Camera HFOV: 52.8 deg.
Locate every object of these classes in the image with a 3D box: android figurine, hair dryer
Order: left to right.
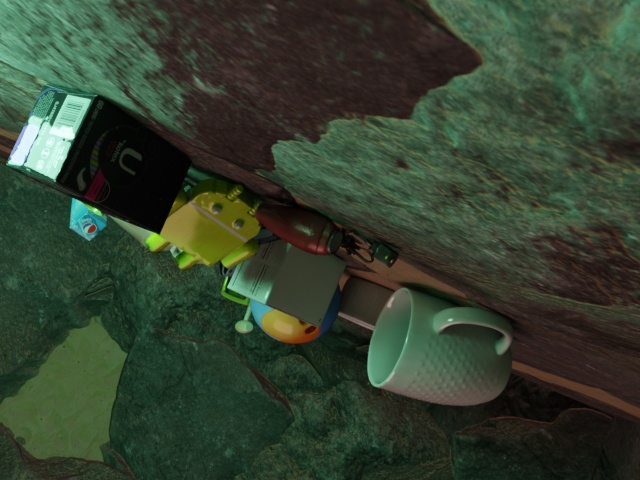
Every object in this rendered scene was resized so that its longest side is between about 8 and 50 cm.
[{"bbox_3d":[-0.241,-0.032,1.381,0.273,0.056,0.248,-30,131,26],"label":"android figurine"},{"bbox_3d":[0.000,0.000,1.331,0.293,0.080,0.223,25,173,-13],"label":"hair dryer"}]

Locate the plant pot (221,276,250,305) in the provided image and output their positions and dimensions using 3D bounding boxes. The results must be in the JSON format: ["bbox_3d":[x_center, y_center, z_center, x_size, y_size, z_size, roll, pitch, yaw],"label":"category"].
[{"bbox_3d":[-0.211,0.140,2.422,0.207,0.228,0.227,19,176,-33],"label":"plant pot"}]

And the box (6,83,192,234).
[{"bbox_3d":[-0.390,-0.141,1.175,0.143,0.165,0.270,18,171,30],"label":"box"}]

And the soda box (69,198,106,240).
[{"bbox_3d":[-0.637,-0.095,1.778,0.067,0.071,0.210,42,-165,-37],"label":"soda box"}]

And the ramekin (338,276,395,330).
[{"bbox_3d":[0.183,0.227,2.153,0.277,0.135,0.277,22,172,3],"label":"ramekin"}]

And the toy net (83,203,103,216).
[{"bbox_3d":[-0.546,-0.134,1.482,0.122,0.045,0.232,22,156,34],"label":"toy net"}]

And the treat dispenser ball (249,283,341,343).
[{"bbox_3d":[-0.078,0.181,2.029,0.288,0.288,0.288,23,172,3],"label":"treat dispenser ball"}]

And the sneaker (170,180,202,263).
[{"bbox_3d":[-0.317,-0.082,1.461,0.146,0.122,0.330,-9,130,32],"label":"sneaker"}]

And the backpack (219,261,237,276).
[{"bbox_3d":[-0.223,0.038,1.893,0.117,0.173,0.158,25,171,-17],"label":"backpack"}]

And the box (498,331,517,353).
[{"bbox_3d":[0.483,0.326,2.015,0.181,0.119,0.182,23,173,-4],"label":"box"}]

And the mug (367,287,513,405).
[{"bbox_3d":[0.347,0.280,1.702,0.328,0.276,0.374,19,143,-11],"label":"mug"}]

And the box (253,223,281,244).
[{"bbox_3d":[-0.235,-0.036,1.637,0.233,0.044,0.159,17,-159,37],"label":"box"}]

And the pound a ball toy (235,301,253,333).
[{"bbox_3d":[-0.129,0.204,2.215,0.208,0.319,0.135,28,171,-30],"label":"pound a ball toy"}]

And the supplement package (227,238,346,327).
[{"bbox_3d":[-0.083,0.093,1.748,0.145,0.204,0.262,18,171,37],"label":"supplement package"}]

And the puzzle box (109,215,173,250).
[{"bbox_3d":[-0.527,-0.123,1.618,0.409,0.052,0.272,45,159,-22],"label":"puzzle box"}]
